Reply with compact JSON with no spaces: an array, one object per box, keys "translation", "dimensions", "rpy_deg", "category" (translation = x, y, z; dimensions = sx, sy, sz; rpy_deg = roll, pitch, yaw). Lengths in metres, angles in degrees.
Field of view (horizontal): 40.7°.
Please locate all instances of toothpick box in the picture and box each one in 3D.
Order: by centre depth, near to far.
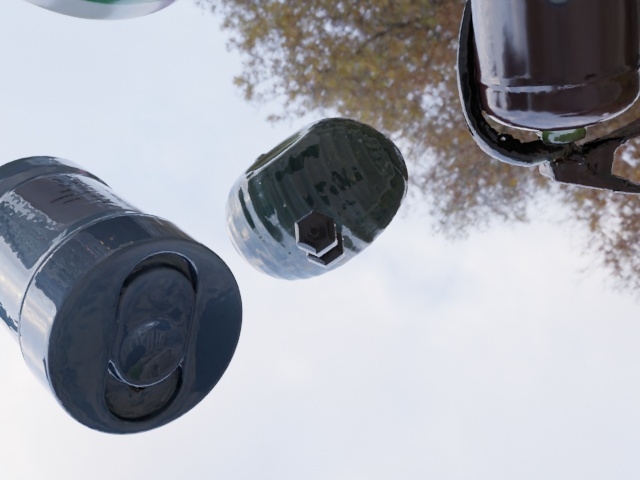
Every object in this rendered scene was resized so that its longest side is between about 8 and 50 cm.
[{"translation":[-0.121,0.021,0.452],"dimensions":[0.101,0.101,0.153],"rpy_deg":[-12,-154,-34],"category":"toothpick box"}]

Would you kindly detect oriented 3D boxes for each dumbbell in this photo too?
[{"translation":[0.000,0.000,0.785],"dimensions":[0.040,0.083,0.036],"rpy_deg":[24,-98,12],"category":"dumbbell"}]

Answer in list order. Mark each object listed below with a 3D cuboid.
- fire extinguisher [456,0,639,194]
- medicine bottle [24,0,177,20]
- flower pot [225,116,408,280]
[{"translation":[0.139,-0.181,0.477],"dimensions":[0.141,0.341,0.105],"rpy_deg":[-10,-160,-4],"category":"fire extinguisher"},{"translation":[-0.032,-0.181,0.248],"dimensions":[0.133,0.274,0.133],"rpy_deg":[11,-110,-32],"category":"medicine bottle"},{"translation":[-0.009,-0.053,1.074],"dimensions":[0.157,0.243,0.189],"rpy_deg":[50,-156,-16],"category":"flower pot"}]
